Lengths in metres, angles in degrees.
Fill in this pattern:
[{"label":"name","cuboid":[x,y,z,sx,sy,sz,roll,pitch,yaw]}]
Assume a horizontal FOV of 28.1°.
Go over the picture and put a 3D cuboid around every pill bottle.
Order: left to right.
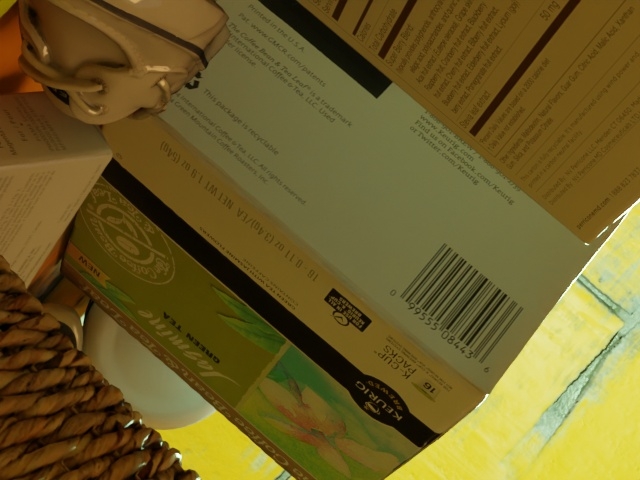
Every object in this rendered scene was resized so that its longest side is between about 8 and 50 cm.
[{"label":"pill bottle","cuboid":[-0.162,0.095,1.278,0.153,0.153,0.264,-49,-172,-6]}]

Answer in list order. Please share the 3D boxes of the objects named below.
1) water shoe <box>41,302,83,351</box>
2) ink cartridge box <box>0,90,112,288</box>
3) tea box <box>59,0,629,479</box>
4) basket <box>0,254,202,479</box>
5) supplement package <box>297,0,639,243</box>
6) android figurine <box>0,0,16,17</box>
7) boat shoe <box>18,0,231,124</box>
[{"label":"water shoe","cuboid":[-0.258,0.096,1.161,0.203,0.073,0.080,124,-20,-49]},{"label":"ink cartridge box","cuboid":[-0.240,0.011,0.661,0.232,0.066,0.189,-8,144,-51]},{"label":"tea box","cuboid":[0.000,0.000,1.020,0.220,0.329,0.323,-47,175,-30]},{"label":"basket","cuboid":[-0.212,0.148,0.543,0.213,0.223,0.299,-48,167,16]},{"label":"supplement package","cuboid":[0.098,-0.179,0.626,0.177,0.293,0.175,-47,175,-28]},{"label":"android figurine","cuboid":[-0.149,-0.101,0.366,0.248,0.056,0.273,-51,175,21]},{"label":"boat shoe","cuboid":[-0.107,-0.102,0.628,0.088,0.096,0.267,-54,-176,2]}]
